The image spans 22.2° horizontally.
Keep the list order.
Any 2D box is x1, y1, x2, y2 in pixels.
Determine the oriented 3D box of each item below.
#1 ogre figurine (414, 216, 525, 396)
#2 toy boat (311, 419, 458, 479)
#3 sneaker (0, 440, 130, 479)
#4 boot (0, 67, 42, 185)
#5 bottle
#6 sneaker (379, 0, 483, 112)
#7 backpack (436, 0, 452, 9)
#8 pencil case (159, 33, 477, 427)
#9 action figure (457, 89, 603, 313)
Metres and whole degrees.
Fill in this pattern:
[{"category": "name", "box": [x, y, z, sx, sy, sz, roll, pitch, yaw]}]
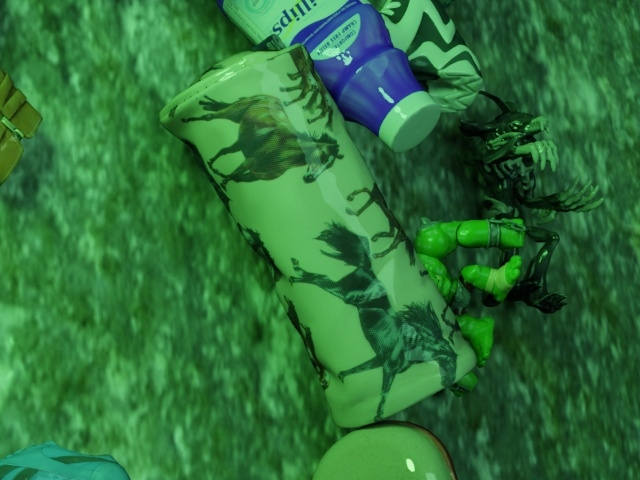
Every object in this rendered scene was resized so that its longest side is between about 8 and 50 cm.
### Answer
[{"category": "ogre figurine", "box": [0.142, 0.060, 1.775, 0.118, 0.197, 0.097, 18, 16, -4]}, {"category": "toy boat", "box": [0.087, 0.294, 1.638, 0.151, 0.151, 0.231, 10, 63, -71]}, {"category": "sneaker", "box": [-0.263, 0.215, 1.409, 0.209, 0.069, 0.082, 3, 37, -31]}, {"category": "boot", "box": [-0.316, -0.158, 1.505, 0.152, 0.073, 0.197, 36, 65, -23]}, {"category": "bottle", "box": [0.009, -0.205, 1.697, 0.283, 0.118, 0.092, 48, -4, 24]}, {"category": "sneaker", "box": [0.065, -0.235, 1.857, 0.235, 0.094, 0.153, 4, 48, -18]}, {"category": "backpack", "box": [0.128, -0.334, 1.939, 0.084, 0.105, 0.114, 8, 66, -14]}, {"category": "pencil case", "box": [0.000, 0.000, 1.637, 0.160, 0.183, 0.410, -32, 99, -14]}, {"category": "action figure", "box": [0.245, -0.058, 1.896, 0.164, 0.141, 0.275, 21, 60, -46]}]
